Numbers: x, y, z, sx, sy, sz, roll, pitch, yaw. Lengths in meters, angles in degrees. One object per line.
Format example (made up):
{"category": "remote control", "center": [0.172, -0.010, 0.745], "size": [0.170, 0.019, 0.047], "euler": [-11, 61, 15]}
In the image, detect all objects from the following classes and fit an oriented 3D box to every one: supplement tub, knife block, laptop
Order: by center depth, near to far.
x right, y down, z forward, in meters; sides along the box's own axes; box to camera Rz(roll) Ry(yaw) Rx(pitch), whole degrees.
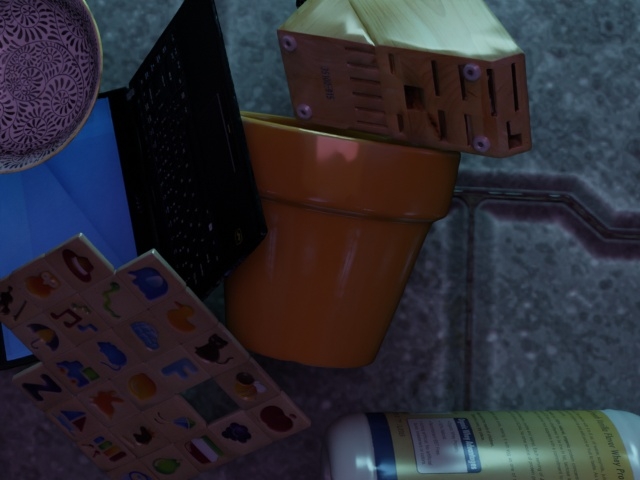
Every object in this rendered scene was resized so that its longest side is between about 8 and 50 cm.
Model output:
{"category": "supplement tub", "center": [0.161, 0.249, 1.028], "size": [0.316, 0.228, 0.228], "euler": [0, 82, -3]}
{"category": "laptop", "center": [-0.177, -0.051, 1.050], "size": [0.137, 0.264, 0.234], "euler": [0, 65, -31]}
{"category": "knife block", "center": [0.086, -0.187, 1.075], "size": [0.276, 0.088, 0.242], "euler": [14, 45, 30]}

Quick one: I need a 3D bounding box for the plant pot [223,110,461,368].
{"category": "plant pot", "center": [0.000, 0.000, 1.079], "size": [0.205, 0.205, 0.187], "euler": [9, 97, -2]}

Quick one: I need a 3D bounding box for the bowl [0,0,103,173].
{"category": "bowl", "center": [-0.240, -0.135, 1.043], "size": [0.170, 0.080, 0.170], "euler": [-1, 88, 13]}

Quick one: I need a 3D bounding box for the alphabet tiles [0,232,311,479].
{"category": "alphabet tiles", "center": [-0.154, 0.102, 1.034], "size": [0.198, 0.009, 0.237], "euler": [-27, 115, 29]}
